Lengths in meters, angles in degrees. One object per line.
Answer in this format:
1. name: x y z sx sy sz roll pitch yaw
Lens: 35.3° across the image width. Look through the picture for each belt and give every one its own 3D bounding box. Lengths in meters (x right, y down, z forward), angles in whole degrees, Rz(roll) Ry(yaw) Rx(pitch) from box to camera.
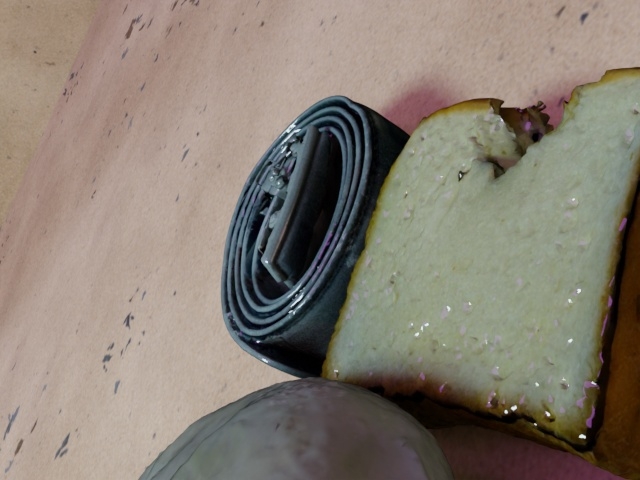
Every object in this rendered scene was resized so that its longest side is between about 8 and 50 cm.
1. belt: 0.000 0.000 0.877 0.206 0.116 0.268 -31 40 41

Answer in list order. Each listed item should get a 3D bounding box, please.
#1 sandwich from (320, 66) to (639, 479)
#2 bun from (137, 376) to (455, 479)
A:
1. sandwich: 0.130 0.014 0.664 0.273 0.095 0.249 -4 65 58
2. bun: -0.041 0.241 0.611 0.354 0.194 0.355 -172 90 -71
